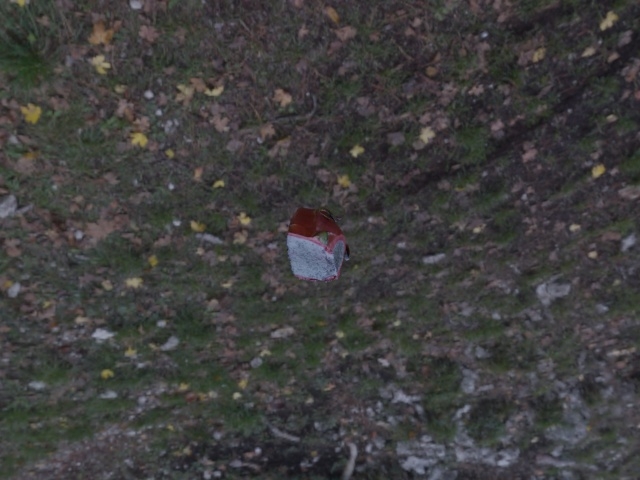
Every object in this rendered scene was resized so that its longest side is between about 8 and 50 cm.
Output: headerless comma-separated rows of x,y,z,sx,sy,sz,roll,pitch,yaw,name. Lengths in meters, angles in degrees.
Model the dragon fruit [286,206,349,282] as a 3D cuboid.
0.000,0.000,0.582,0.056,0.060,0.083,8,141,16,dragon fruit
